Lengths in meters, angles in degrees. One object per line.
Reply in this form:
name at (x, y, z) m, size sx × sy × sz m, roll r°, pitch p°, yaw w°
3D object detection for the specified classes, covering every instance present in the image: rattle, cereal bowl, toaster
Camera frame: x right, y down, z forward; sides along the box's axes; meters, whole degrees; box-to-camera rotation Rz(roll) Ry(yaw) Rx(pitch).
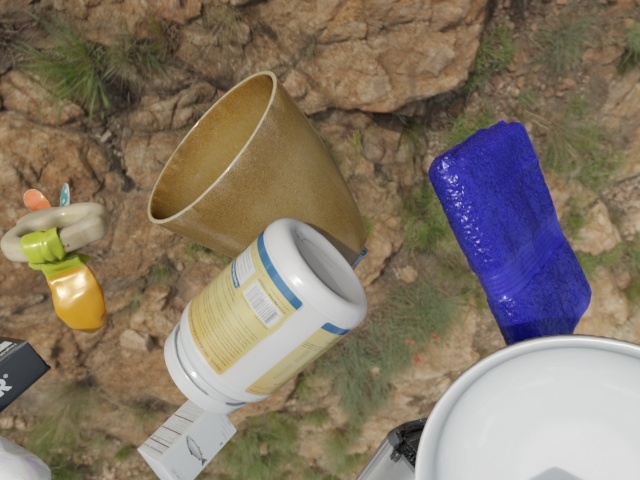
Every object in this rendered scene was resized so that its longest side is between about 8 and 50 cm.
rattle at (-0.334, 0.012, 0.648) m, size 0.130 × 0.200 × 0.142 m, roll -46°, pitch 126°, yaw -23°
cereal bowl at (0.278, 0.261, 0.507) m, size 0.339 × 0.338 × 0.141 m, roll -39°, pitch 163°, yaw 16°
toaster at (0.161, 0.420, 0.878) m, size 0.227 × 0.129 × 0.146 m, roll 12°, pitch 116°, yaw -51°

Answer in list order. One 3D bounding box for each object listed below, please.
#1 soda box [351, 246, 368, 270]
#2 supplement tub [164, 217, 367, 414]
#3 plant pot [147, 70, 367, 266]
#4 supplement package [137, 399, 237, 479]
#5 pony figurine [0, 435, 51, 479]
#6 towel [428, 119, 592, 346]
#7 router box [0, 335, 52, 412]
soda box at (0.000, 0.000, 0.874) m, size 0.183 × 0.058 × 0.063 m, roll 24°, pitch 107°, yaw -43°
supplement tub at (-0.063, 0.087, 0.545) m, size 0.200 × 0.144 × 0.144 m, roll -42°, pitch 129°, yaw 16°
plant pot at (-0.059, -0.055, 0.676) m, size 0.237 × 0.237 × 0.254 m, roll -39°, pitch 125°, yaw 16°
supplement package at (-0.305, 0.462, 1.128) m, size 0.105 × 0.179 × 0.105 m, roll -3°, pitch 120°, yaw 44°
pony figurine at (-0.236, 0.304, 0.338) m, size 0.351 × 0.303 × 0.363 m, roll 14°, pitch 107°, yaw -17°
towel at (0.279, -0.008, 0.680) m, size 0.076 × 0.228 × 0.308 m, roll -21°, pitch 100°, yaw 45°
router box at (-0.381, 0.170, 0.479) m, size 0.133 × 0.179 × 0.046 m, roll -4°, pitch 122°, yaw 38°
